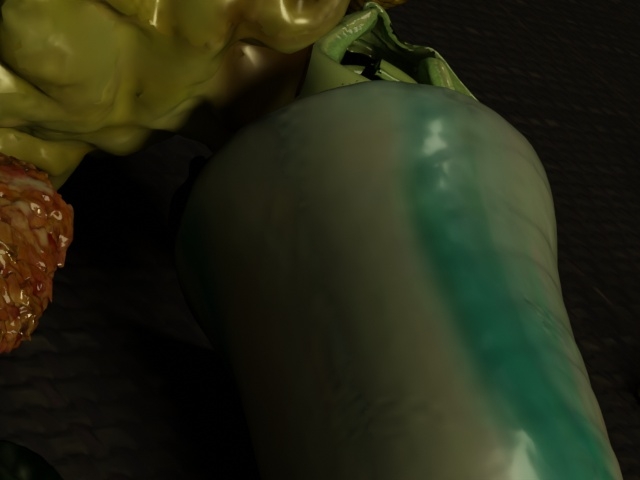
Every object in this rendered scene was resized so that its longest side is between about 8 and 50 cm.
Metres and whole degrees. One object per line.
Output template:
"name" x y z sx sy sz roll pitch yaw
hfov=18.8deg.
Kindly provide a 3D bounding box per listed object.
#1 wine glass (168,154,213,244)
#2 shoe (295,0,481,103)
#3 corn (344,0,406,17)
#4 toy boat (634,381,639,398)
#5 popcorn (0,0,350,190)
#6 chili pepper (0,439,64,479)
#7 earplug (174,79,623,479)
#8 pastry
"wine glass" 0.000 0.000 1.056 0.155 0.072 0.072 19 26 -33
"shoe" 0.034 -0.070 1.212 0.140 0.128 0.262 47 23 -8
"corn" 0.008 -0.188 1.276 0.097 0.097 0.261 20 -18 -34
"toy boat" 0.294 0.121 1.246 0.188 0.061 0.116 40 20 12
"popcorn" -0.123 -0.163 0.932 0.312 0.312 0.312 30 22 -13
"chili pepper" -0.112 0.138 0.541 0.148 0.116 0.264 35 22 -9
"earplug" 0.044 0.099 0.812 0.185 0.185 0.324 23 32 -27
"pastry" -0.156 0.017 0.814 0.087 0.063 0.169 26 26 3
